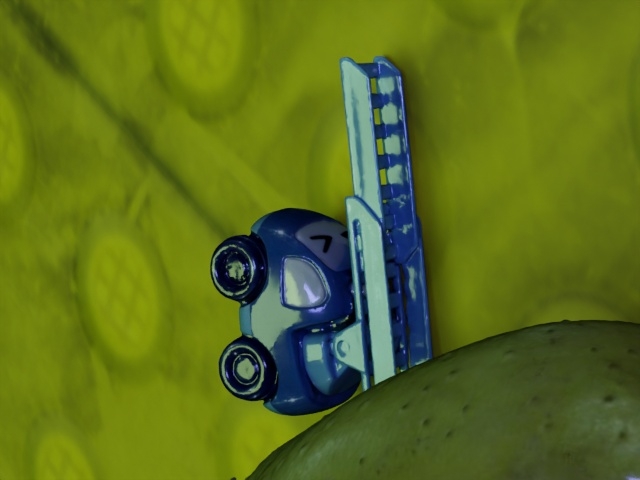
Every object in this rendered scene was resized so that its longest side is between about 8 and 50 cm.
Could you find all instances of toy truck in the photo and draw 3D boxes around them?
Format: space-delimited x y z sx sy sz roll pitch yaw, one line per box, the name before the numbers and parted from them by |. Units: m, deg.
toy truck | 0.000 0.000 0.753 0.074 0.063 0.136 -5 94 32

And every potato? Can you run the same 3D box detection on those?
potato | 0.059 0.115 0.644 0.169 0.143 0.248 39 136 -12
